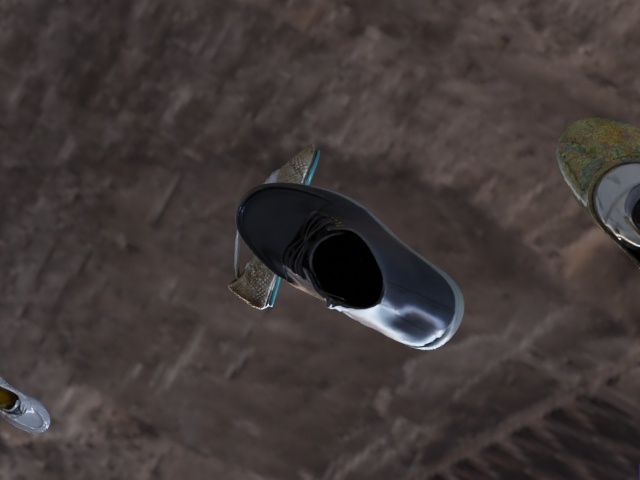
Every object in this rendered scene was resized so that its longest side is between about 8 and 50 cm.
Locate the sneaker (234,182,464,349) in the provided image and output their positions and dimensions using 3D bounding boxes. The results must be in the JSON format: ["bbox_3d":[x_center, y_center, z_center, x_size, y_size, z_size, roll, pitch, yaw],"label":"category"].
[{"bbox_3d":[0.000,0.000,1.178,0.118,0.222,0.083,28,90,-55],"label":"sneaker"}]

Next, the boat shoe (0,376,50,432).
[{"bbox_3d":[-0.311,0.166,1.571,0.035,0.100,0.035,-43,-151,-1],"label":"boat shoe"}]

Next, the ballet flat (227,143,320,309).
[{"bbox_3d":[-0.060,-0.021,1.824,0.073,0.067,0.206,-81,-171,-83],"label":"ballet flat"}]

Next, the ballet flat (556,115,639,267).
[{"bbox_3d":[0.382,0.005,1.645,0.123,0.348,0.123,-42,176,-4],"label":"ballet flat"}]

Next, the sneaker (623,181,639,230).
[{"bbox_3d":[0.343,0.002,1.276,0.083,0.215,0.084,-41,139,-37],"label":"sneaker"}]

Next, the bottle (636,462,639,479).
[{"bbox_3d":[0.204,0.216,0.964,0.118,0.092,0.283,14,-123,44],"label":"bottle"}]
